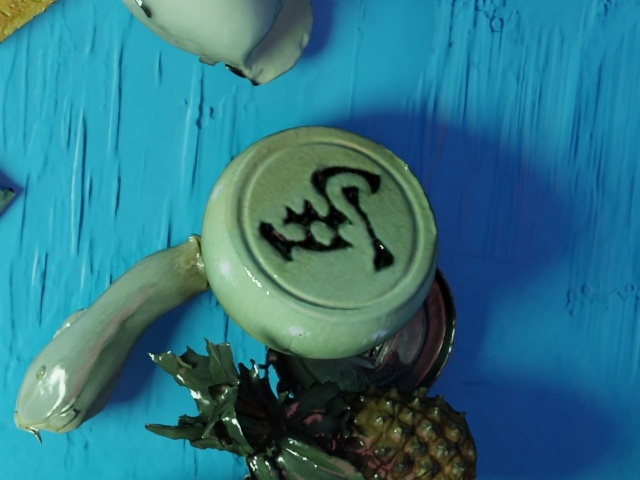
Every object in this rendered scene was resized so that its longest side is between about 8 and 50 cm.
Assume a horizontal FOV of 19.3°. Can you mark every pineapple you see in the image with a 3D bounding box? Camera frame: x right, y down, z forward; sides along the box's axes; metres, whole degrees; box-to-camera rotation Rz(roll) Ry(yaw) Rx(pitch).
[{"bbox_3d":[-0.011,0.205,1.938,0.365,0.165,0.165,16,97,-34],"label":"pineapple"}]

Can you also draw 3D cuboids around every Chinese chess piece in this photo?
[{"bbox_3d":[0.000,0.000,1.956,0.250,0.101,0.250,7,64,-14],"label":"Chinese chess piece"}]

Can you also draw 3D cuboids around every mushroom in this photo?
[{"bbox_3d":[-0.217,0.100,1.983,0.096,0.099,0.278,44,85,-23],"label":"mushroom"}]

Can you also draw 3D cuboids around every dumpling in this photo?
[{"bbox_3d":[-0.106,-0.297,1.918,0.175,0.243,0.227,24,73,21],"label":"dumpling"}]

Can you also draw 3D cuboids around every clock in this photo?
[{"bbox_3d":[0.041,0.092,2.069,0.215,0.042,0.215,-3,102,-13],"label":"clock"}]

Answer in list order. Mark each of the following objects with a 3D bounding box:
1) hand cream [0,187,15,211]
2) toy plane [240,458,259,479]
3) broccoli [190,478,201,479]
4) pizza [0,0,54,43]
[{"bbox_3d":[-0.426,-0.100,1.922,0.075,0.052,0.248,-38,114,20],"label":"hand cream"},{"bbox_3d":[-0.050,0.266,2.000,0.058,0.226,0.226,-24,109,25],"label":"toy plane"},{"bbox_3d":[-0.165,0.360,1.989,0.269,0.261,0.241,41,61,8],"label":"broccoli"},{"bbox_3d":[-0.323,-0.261,1.909,0.134,0.046,0.175,16,97,-15],"label":"pizza"}]
